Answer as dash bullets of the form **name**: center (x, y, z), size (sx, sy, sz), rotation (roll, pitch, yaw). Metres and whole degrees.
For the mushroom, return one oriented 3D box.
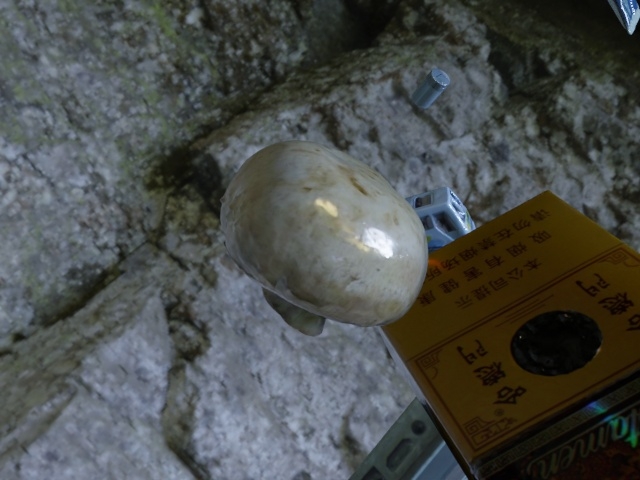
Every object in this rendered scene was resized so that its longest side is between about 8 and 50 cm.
- **mushroom**: center (0.000, 0.000, 0.539), size (0.166, 0.166, 0.127), rotation (39, -78, 11)

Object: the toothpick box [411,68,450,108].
- **toothpick box**: center (0.254, -0.351, 1.665), size (0.052, 0.052, 0.083), rotation (45, -42, 3)

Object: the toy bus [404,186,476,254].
- **toy bus**: center (0.144, -0.004, 1.467), size (0.330, 0.109, 0.136), rotation (-16, -63, 17)

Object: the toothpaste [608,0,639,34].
- **toothpaste**: center (0.386, -0.371, 0.984), size (0.035, 0.057, 0.197), rotation (-13, -53, 50)

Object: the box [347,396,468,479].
- **box**: center (0.194, 0.362, 1.165), size (0.111, 0.396, 0.396), rotation (41, 7, 32)

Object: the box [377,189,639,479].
- **box**: center (0.232, 0.128, 0.688), size (0.115, 0.264, 0.415), rotation (64, -2, -31)
